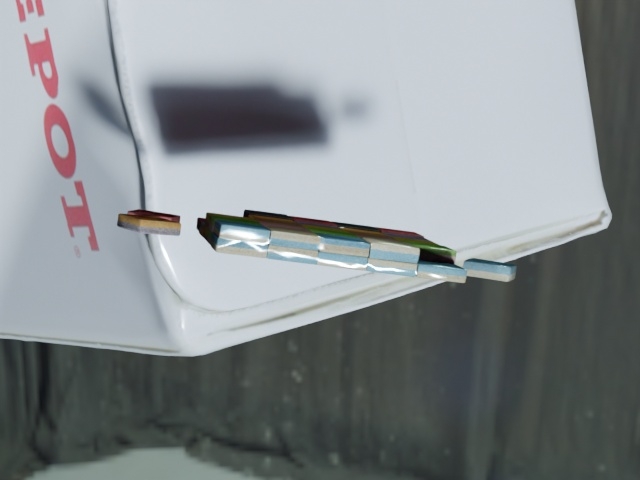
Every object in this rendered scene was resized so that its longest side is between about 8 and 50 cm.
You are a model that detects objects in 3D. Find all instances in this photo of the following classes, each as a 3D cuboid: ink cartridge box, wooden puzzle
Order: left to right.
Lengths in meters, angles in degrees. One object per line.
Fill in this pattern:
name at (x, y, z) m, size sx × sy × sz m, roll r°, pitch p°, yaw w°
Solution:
ink cartridge box at (-0.097, -0.117, 0.587) m, size 0.160 × 0.279 × 0.385 m, roll -15°, pitch 9°, yaw -32°
wooden puzzle at (0.000, 0.000, 0.340) m, size 0.083 × 0.006 × 0.049 m, roll 7°, pitch 4°, yaw -10°
